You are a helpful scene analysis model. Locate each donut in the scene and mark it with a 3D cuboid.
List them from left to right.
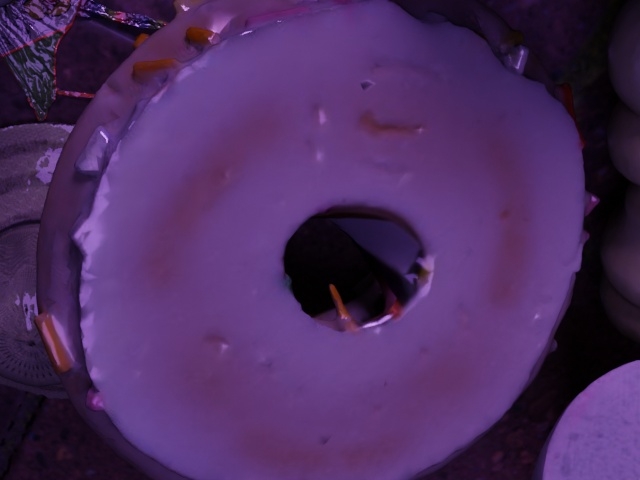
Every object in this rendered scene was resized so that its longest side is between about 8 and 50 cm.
[{"bbox_3d":[0.000,0.000,0.663,0.382,0.142,0.383,-8,112,-19],"label":"donut"}]

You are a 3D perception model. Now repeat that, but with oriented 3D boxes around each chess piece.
[{"bbox_3d":[0.251,-0.061,0.661,0.144,0.144,0.251,-14,125,4],"label":"chess piece"}]

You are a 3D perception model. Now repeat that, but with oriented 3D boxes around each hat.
[{"bbox_3d":[-0.203,0.045,0.734,0.252,0.110,0.252,-1,117,-2],"label":"hat"}]

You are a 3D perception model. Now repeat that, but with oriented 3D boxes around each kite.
[{"bbox_3d":[-0.150,-0.157,0.696,0.244,0.006,0.198,16,114,-10],"label":"kite"}]

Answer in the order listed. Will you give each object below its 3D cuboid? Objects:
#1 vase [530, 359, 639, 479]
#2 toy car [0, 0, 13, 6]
[{"bbox_3d":[0.289,0.273,0.746,0.250,0.250,0.445,-19,137,7],"label":"vase"},{"bbox_3d":[-0.261,-0.243,0.559,0.255,0.188,0.190,25,83,-5],"label":"toy car"}]
